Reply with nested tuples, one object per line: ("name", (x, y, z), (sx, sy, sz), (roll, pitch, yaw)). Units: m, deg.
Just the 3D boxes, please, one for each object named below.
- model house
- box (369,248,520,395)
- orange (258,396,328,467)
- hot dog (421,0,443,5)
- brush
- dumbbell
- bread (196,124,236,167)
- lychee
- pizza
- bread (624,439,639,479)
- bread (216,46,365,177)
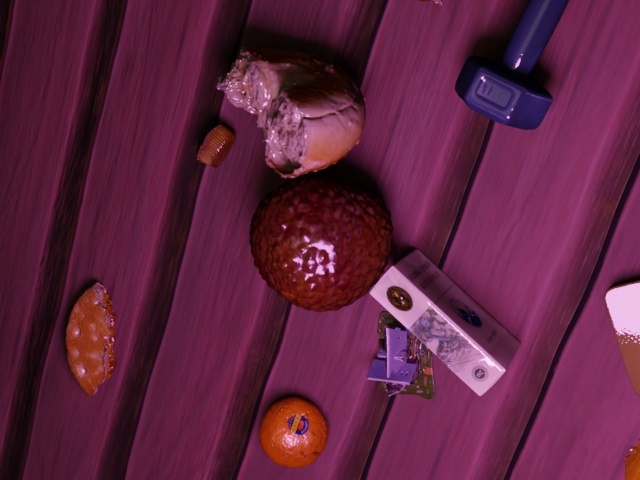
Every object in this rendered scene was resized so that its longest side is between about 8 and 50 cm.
("model house", (0.145, 0.221, 1.816), (0.117, 0.088, 0.166), (7, 105, 21))
("box", (0.220, 0.137, 1.724), (0.256, 0.164, 0.069), (43, 112, 8))
("orange", (-0.053, 0.373, 1.916), (0.136, 0.135, 0.117), (37, 147, 10))
("hot dog", (0.157, -0.500, 1.656), (0.092, 0.062, 0.235), (-20, 92, 25))
("brush", (0.559, 0.154, 1.649), (0.123, 0.059, 0.197), (-17, 95, 28))
("dumbbell", (0.343, -0.341, 1.574), (0.144, 0.160, 0.324), (18, 111, -15))
("bread", (-0.201, -0.181, 1.866), (0.053, 0.085, 0.085), (35, 113, 5))
("lychee", (0.000, 0.000, 1.728), (0.261, 0.260, 0.260), (5, 104, 21))
("pizza", (-0.478, 0.208, 2.084), (0.127, 0.058, 0.246), (-1, 100, 24))
("bread", (0.611, 0.433, 1.657), (0.229, 0.139, 0.143), (42, 122, 9))
("bread", (-0.030, -0.232, 1.726), (0.314, 0.192, 0.171), (44, 140, 41))
